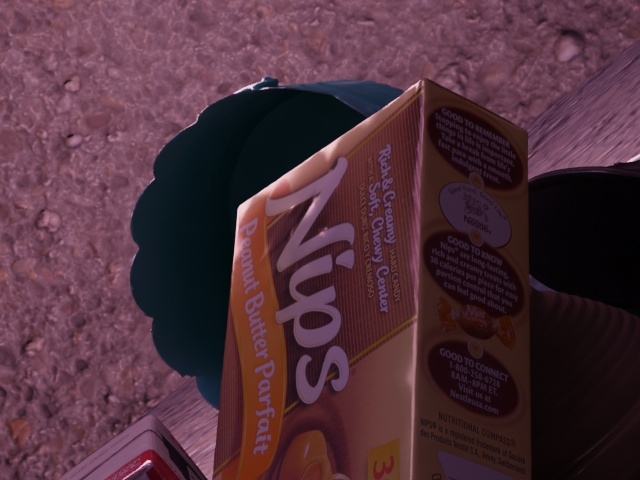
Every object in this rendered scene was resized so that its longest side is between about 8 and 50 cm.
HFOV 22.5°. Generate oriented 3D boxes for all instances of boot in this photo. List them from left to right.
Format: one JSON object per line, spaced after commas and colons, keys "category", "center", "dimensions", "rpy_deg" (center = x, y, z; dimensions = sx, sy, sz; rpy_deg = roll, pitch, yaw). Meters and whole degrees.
{"category": "boot", "center": [0.273, -0.041, 1.063], "dimensions": [0.263, 0.091, 0.229], "rpy_deg": [-4, 18, 28]}

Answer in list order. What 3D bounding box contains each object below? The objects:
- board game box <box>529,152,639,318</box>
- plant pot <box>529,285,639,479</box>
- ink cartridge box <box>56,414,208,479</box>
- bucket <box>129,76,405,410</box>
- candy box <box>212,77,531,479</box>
{"category": "board game box", "center": [0.214, 0.026, 1.318], "dimensions": [0.390, 0.050, 0.390], "rpy_deg": [-33, 7, 42]}
{"category": "plant pot", "center": [0.111, 0.104, 0.980], "dimensions": [0.237, 0.110, 0.237], "rpy_deg": [-37, 4, 3]}
{"category": "ink cartridge box", "center": [-0.092, 0.215, 1.013], "dimensions": [0.100, 0.172, 0.237], "rpy_deg": [-37, 5, -4]}
{"category": "bucket", "center": [0.000, 0.000, 1.295], "dimensions": [0.281, 0.281, 0.183], "rpy_deg": [-35, 0, 23]}
{"category": "candy box", "center": [0.025, 0.090, 0.879], "dimensions": [0.183, 0.087, 0.316], "rpy_deg": [-32, 43, 44]}
